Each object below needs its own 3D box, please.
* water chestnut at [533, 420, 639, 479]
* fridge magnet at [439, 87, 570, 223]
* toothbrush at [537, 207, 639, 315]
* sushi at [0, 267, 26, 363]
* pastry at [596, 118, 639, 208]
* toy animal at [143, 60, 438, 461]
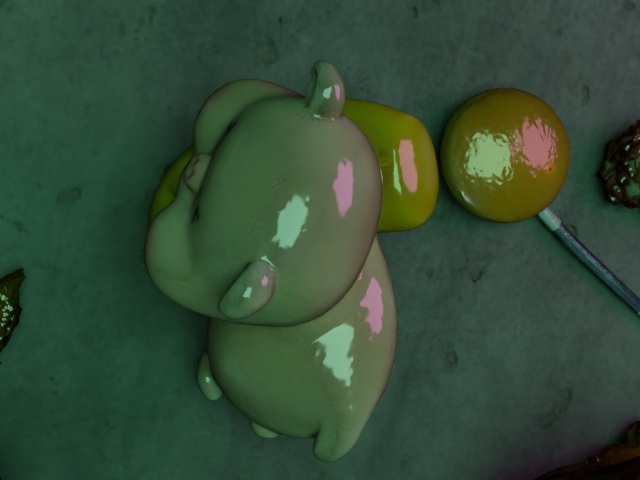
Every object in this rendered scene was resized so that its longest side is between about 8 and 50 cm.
[{"bbox_3d":[0.331,0.318,1.243,0.335,0.335,0.347,22,55,-12],"label":"water chestnut"},{"bbox_3d":[0.193,-0.089,1.316,0.143,0.063,0.143,0,90,-12],"label":"fridge magnet"},{"bbox_3d":[0.334,0.060,1.369,0.288,0.024,0.026,43,95,-10],"label":"toothbrush"},{"bbox_3d":[-0.312,0.072,1.204,0.050,0.047,0.099,27,100,0],"label":"sushi"},{"bbox_3d":[0.411,-0.078,1.354,0.208,0.097,0.115,5,78,-12],"label":"pastry"},{"bbox_3d":[-0.063,0.008,1.130,0.277,0.247,0.345,14,90,18],"label":"toy animal"}]
